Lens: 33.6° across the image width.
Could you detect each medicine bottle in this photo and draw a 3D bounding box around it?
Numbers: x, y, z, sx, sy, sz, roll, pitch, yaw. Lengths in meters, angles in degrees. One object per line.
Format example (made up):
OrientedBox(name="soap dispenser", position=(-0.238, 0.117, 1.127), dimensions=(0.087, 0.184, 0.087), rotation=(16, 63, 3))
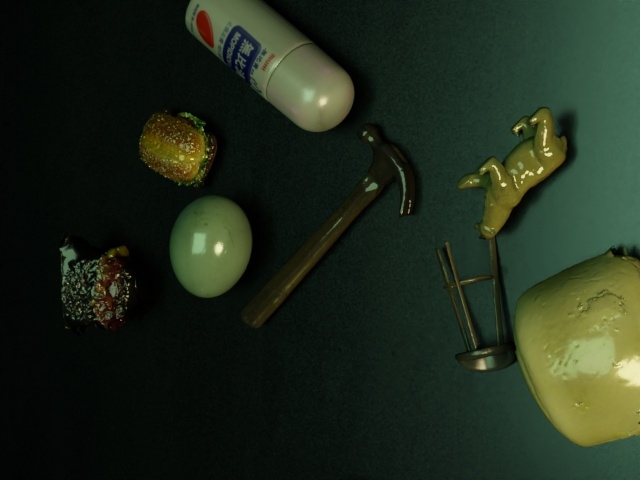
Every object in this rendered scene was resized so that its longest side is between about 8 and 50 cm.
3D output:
OrientedBox(name="medicine bottle", position=(-0.081, -0.317, 1.844), dimensions=(0.341, 0.130, 0.130), rotation=(43, 114, 22))

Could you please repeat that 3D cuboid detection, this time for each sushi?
OrientedBox(name="sushi", position=(-0.417, 0.092, 2.085), dimensions=(0.150, 0.153, 0.172), rotation=(-1, 71, 15))

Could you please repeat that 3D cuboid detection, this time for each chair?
OrientedBox(name="chair", position=(0.241, 0.106, 1.692), dimensions=(0.104, 0.095, 0.222), rotation=(-16, 86, 28))

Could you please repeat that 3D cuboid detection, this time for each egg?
OrientedBox(name="egg", position=(-0.200, 0.011, 1.933), dimensions=(0.149, 0.149, 0.192), rotation=(24, 108, 29))

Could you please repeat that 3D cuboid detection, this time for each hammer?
OrientedBox(name="hammer", position=(0.000, 0.000, 1.870), dimensions=(0.440, 0.044, 0.168), rotation=(-47, 68, 27))

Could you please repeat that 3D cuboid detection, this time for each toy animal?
OrientedBox(name="toy animal", position=(0.297, -0.101, 1.642), dimensions=(0.101, 0.103, 0.219), rotation=(43, 102, -4))

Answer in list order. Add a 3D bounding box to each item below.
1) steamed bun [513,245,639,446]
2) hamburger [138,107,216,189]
OrientedBox(name="steamed bun", position=(0.407, 0.157, 1.549), dimensions=(0.232, 0.166, 0.273), rotation=(-22, 82, 33))
OrientedBox(name="hamburger", position=(-0.275, -0.180, 2.002), dimensions=(0.166, 0.087, 0.137), rotation=(30, 109, 27))
